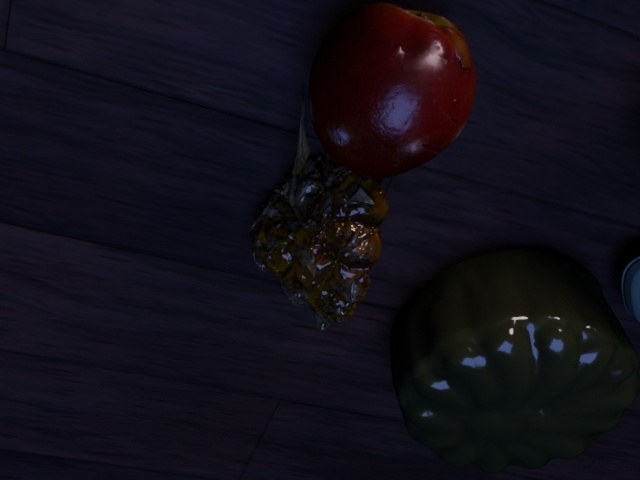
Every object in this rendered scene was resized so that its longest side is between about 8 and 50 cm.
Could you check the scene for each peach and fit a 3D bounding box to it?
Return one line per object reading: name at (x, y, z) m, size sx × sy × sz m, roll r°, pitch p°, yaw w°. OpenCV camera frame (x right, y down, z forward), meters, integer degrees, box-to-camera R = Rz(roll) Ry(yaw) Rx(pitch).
peach at (0.076, -0.157, 0.830) m, size 0.197 × 0.197 × 0.197 m, roll -3°, pitch 129°, yaw -4°

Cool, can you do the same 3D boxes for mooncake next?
mooncake at (0.283, 0.194, 1.131) m, size 0.356 × 0.194 × 0.356 m, roll -3°, pitch 128°, yaw -4°

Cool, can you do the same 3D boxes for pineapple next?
pineapple at (-0.006, -0.001, 0.969) m, size 0.158 × 0.161 × 0.334 m, roll 15°, pitch 128°, yaw -15°

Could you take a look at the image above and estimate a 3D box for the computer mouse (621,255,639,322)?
computer mouse at (0.588, 0.037, 1.098) m, size 0.288 × 0.097 × 0.159 m, roll -12°, pitch 131°, yaw 18°
